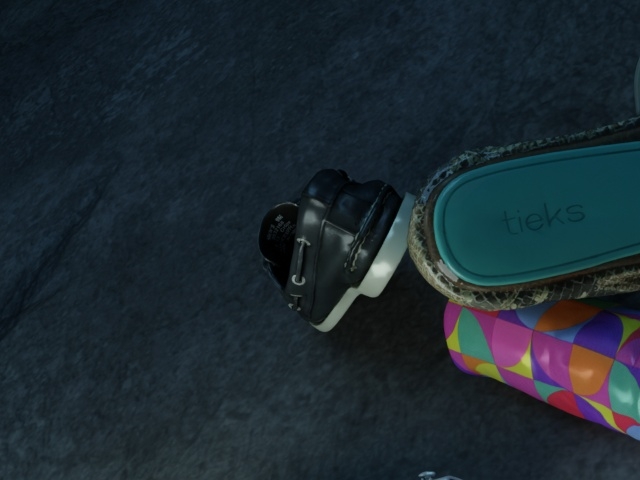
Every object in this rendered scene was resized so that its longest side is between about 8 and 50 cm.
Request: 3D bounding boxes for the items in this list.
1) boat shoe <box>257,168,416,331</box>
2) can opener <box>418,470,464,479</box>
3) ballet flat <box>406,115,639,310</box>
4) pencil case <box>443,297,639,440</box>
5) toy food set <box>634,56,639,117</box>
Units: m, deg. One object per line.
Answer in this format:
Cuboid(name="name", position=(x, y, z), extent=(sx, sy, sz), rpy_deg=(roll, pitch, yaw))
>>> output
Cuboid(name="boat shoe", position=(-0.002, 0.004, 1.279), extent=(0.127, 0.113, 0.340), rpy_deg=(-64, 5, -8))
Cuboid(name="can opener", position=(0.014, 0.251, 1.140), extent=(0.280, 0.074, 0.093), rpy_deg=(-17, 40, 30))
Cuboid(name="ballet flat", position=(0.308, -0.041, 1.094), extent=(0.483, 0.164, 0.182), rpy_deg=(-10, -4, 7))
Cuboid(name="pencil case", position=(0.205, 0.091, 1.126), extent=(0.104, 0.104, 0.236), rpy_deg=(-50, 35, -16))
Cuboid(name="toy food set", position=(0.425, -0.168, 1.160), extent=(0.306, 0.092, 0.220), rpy_deg=(-19, -4, 26))
